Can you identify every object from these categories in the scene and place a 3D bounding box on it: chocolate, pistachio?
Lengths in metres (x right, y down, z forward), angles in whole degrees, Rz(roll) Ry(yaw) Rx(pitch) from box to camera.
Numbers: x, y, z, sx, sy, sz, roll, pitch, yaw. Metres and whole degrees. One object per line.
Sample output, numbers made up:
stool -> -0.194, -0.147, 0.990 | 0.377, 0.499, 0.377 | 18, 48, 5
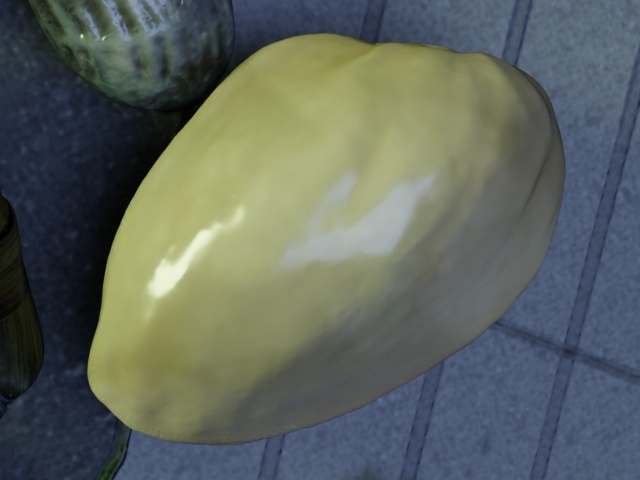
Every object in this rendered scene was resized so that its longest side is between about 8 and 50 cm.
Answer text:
chocolate -> -0.132, -0.174, 0.866 | 0.110, 0.110, 0.248 | -44, 119, -10
pistachio -> 0.000, 0.000, 0.923 | 0.318, 0.193, 0.214 | -41, 92, -3

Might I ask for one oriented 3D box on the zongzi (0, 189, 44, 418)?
zongzi -> -0.282, 0.021, 0.844 | 0.242, 0.112, 0.221 | -19, 111, -12
